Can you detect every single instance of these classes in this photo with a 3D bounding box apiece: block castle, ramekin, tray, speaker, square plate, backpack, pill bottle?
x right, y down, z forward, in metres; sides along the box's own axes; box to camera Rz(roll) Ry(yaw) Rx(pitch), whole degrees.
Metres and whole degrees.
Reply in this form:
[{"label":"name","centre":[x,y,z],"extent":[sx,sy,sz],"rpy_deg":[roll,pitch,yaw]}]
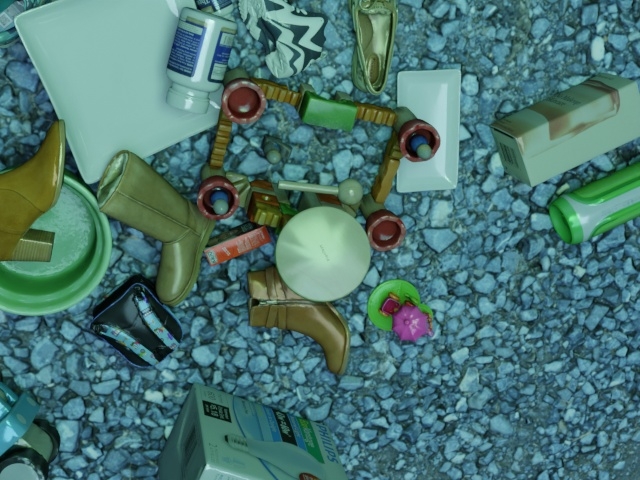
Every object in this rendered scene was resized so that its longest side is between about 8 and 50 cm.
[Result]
[{"label":"block castle","centre":[-0.013,-0.154,1.809],"extent":[0.454,0.212,0.302],"rpy_deg":[11,115,-18]},{"label":"ramekin","centre":[-0.576,-0.014,1.787],"extent":[0.304,0.148,0.303],"rpy_deg":[-4,108,-11]},{"label":"tray","centre":[0.235,-0.243,1.962],"extent":[0.145,0.030,0.270],"rpy_deg":[-5,108,-12]},{"label":"speaker","centre":[0.690,-0.097,2.058],"extent":[0.297,0.131,0.131],"rpy_deg":[-24,111,-5]},{"label":"square plate","centre":[-0.375,-0.334,1.732],"extent":[0.344,0.049,0.347],"rpy_deg":[-29,119,-22]},{"label":"backpack","centre":[-0.386,0.178,1.906],"extent":[0.158,0.117,0.173],"rpy_deg":[-41,110,2]},{"label":"pill bottle","centre":[-0.214,-0.480,1.767],"extent":[0.067,0.067,0.120],"rpy_deg":[-24,111,-4]},{"label":"pill bottle","centre":[-0.237,-0.347,1.715],"extent":[0.112,0.112,0.186],"rpy_deg":[14,105,-16]}]

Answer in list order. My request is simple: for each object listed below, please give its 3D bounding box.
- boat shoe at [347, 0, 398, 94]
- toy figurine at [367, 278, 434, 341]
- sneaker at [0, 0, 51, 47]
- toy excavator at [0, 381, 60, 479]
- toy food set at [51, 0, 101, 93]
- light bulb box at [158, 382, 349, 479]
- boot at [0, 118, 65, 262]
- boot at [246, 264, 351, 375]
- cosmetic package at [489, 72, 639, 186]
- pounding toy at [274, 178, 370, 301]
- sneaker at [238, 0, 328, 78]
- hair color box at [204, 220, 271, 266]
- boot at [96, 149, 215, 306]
[{"label":"boat shoe","centre":[0.117,-0.447,1.839],"extent":[0.105,0.089,0.285],"rpy_deg":[-6,108,-10]},{"label":"toy figurine","centre":[0.207,0.185,2.020],"extent":[0.173,0.159,0.130],"rpy_deg":[29,99,-20]},{"label":"sneaker","centre":[-0.537,-0.473,1.666],"extent":[0.110,0.122,0.283],"rpy_deg":[37,96,-20]},{"label":"toy excavator","centre":[-0.732,0.344,1.848],"extent":[0.433,0.222,0.445],"rpy_deg":[-44,102,2]},{"label":"toy food set","centre":[-0.453,-0.385,1.749],"extent":[0.128,0.071,0.217],"rpy_deg":[-27,115,-29]},{"label":"light bulb box","centre":[-0.145,0.536,1.945],"extent":[0.361,0.358,0.225],"rpy_deg":[22,103,-19]},{"label":"boot","centre":[-0.585,-0.096,1.624],"extent":[0.211,0.104,0.295],"rpy_deg":[10,109,-16]},{"label":"boot","centre":[-0.050,0.181,1.986],"extent":[0.220,0.109,0.283],"rpy_deg":[-8,106,-11]},{"label":"cosmetic package","centre":[0.551,-0.249,1.968],"extent":[0.296,0.153,0.129],"rpy_deg":[-25,112,-6]},{"label":"pounding toy","centre":[0.000,0.000,1.729],"extent":[0.183,0.110,0.236],"rpy_deg":[-1,89,-5]},{"label":"sneaker","centre":[-0.064,-0.454,1.804],"extent":[0.153,0.094,0.234],"rpy_deg":[-22,80,-37]},{"label":"hair color box","centre":[-0.183,0.002,1.922],"extent":[0.141,0.072,0.043],"rpy_deg":[-24,111,-5]},{"label":"boot","centre":[-0.350,-0.019,1.791],"extent":[0.269,0.089,0.236],"rpy_deg":[36,64,-48]}]
